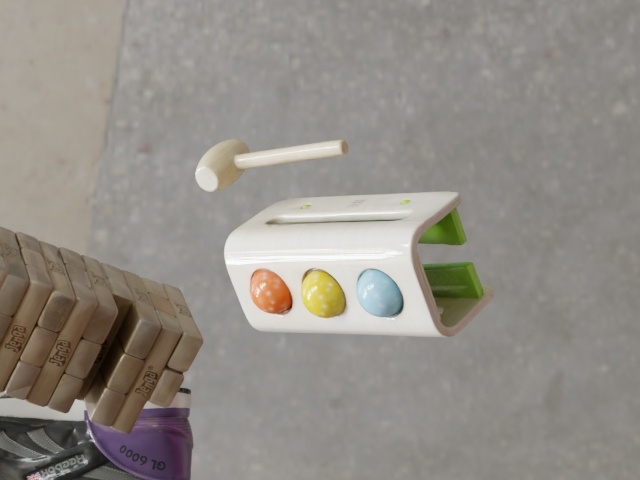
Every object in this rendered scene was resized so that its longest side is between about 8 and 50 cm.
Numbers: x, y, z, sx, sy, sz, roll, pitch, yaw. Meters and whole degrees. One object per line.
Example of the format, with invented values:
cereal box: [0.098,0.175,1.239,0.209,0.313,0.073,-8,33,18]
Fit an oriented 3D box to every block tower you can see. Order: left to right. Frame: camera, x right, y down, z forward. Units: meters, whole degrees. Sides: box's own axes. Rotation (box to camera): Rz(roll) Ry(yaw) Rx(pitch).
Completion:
block tower: [-0.253,0.035,1.178,0.335,0.097,0.091,22,105,-24]

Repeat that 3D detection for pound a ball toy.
pound a ball toy: [0.000,0.000,1.808,0.319,0.135,0.208,-1,118,43]

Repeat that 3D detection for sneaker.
sneaker: [-0.251,0.194,1.467,0.283,0.124,0.107,-4,171,10]
